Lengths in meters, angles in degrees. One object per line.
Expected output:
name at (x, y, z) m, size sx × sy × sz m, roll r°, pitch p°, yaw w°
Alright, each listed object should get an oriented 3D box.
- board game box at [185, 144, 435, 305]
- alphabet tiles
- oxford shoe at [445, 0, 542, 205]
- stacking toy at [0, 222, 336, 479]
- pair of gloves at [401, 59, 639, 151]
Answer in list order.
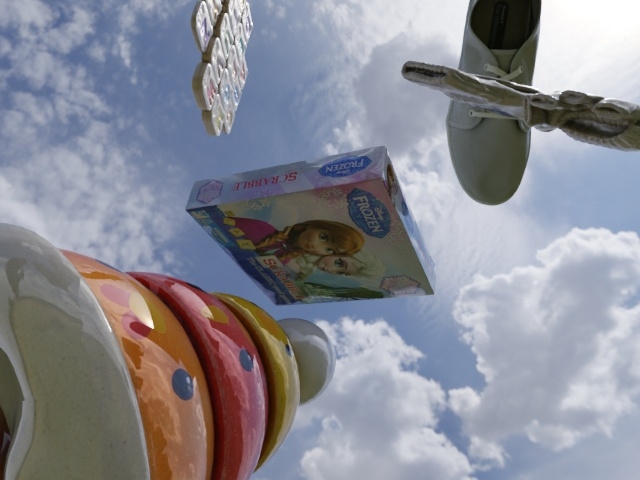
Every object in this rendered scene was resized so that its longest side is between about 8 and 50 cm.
board game box at (0.000, 0.000, 0.855) m, size 0.317 × 0.066 × 0.319 m, roll -8°, pitch -37°, yaw 23°
alphabet tiles at (-0.166, -0.332, 0.911) m, size 0.021 × 0.284 × 0.278 m, roll 8°, pitch -26°, yaw 4°
oxford shoe at (0.335, -0.284, 0.992) m, size 0.169 × 0.130 × 0.450 m, roll 2°, pitch -74°, yaw 5°
stacking toy at (-0.142, 0.156, 0.561) m, size 0.351 × 0.351 × 0.479 m, roll -52°, pitch -25°, yaw 23°
pair of gloves at (0.219, -0.121, 0.489) m, size 0.204 × 0.240 × 0.042 m, roll -3°, pitch -66°, yaw -39°
